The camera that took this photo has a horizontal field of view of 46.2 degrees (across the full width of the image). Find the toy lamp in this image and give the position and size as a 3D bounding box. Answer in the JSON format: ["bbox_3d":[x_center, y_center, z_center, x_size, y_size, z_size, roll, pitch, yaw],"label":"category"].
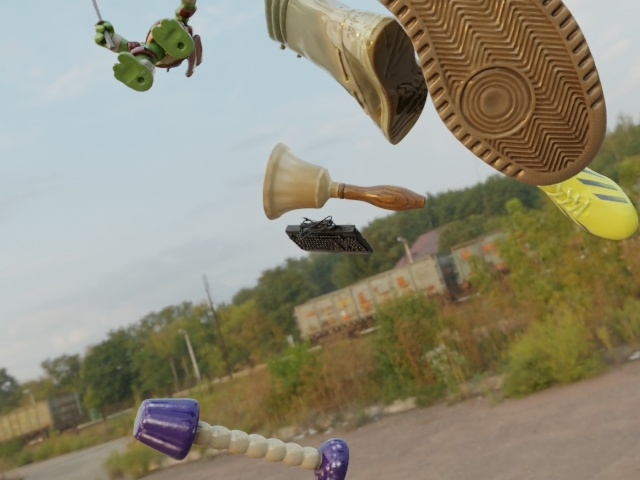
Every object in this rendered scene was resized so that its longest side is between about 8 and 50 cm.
[{"bbox_3d":[-0.099,0.257,0.959,0.275,0.080,0.080,17,-22,-20],"label":"toy lamp"}]

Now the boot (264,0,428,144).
[{"bbox_3d":[0.029,-0.200,0.836,0.077,0.165,0.213,-54,-25,-8],"label":"boot"}]

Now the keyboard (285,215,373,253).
[{"bbox_3d":[0.000,0.000,1.363,0.192,0.100,0.038,-1,48,48],"label":"keyboard"}]

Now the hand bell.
[{"bbox_3d":[0.044,-0.077,1.174,0.242,0.126,0.126,9,-1,14],"label":"hand bell"}]

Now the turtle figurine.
[{"bbox_3d":[-0.305,-0.385,1.285,0.198,0.274,0.266,-8,32,-5],"label":"turtle figurine"}]

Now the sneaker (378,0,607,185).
[{"bbox_3d":[0.087,-0.170,0.514,0.099,0.282,0.153,-39,11,21],"label":"sneaker"}]

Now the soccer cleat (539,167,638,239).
[{"bbox_3d":[0.373,-0.099,1.195,0.121,0.289,0.093,-18,-31,-50],"label":"soccer cleat"}]
